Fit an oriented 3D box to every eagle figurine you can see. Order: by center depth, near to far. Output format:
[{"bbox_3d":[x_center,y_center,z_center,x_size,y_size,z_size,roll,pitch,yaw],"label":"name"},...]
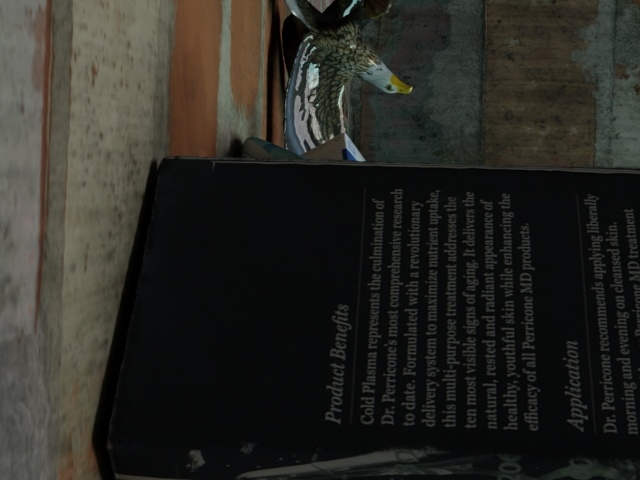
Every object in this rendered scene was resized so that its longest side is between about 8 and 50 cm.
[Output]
[{"bbox_3d":[0.015,-0.229,1.980,0.226,0.225,0.298,-13,139,-50],"label":"eagle figurine"}]

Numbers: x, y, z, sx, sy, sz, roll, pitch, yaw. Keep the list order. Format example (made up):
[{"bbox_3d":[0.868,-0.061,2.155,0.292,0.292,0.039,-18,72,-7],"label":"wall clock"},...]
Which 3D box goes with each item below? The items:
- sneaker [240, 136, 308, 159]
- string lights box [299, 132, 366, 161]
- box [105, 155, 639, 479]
[{"bbox_3d":[-0.055,0.006,1.576,0.208,0.127,0.319,-65,-165,3],"label":"sneaker"},{"bbox_3d":[0.000,0.000,1.699,0.077,0.133,0.260,51,21,-36],"label":"string lights box"},{"bbox_3d":[0.100,0.194,1.205,0.480,0.471,0.297,88,7,-47],"label":"box"}]
